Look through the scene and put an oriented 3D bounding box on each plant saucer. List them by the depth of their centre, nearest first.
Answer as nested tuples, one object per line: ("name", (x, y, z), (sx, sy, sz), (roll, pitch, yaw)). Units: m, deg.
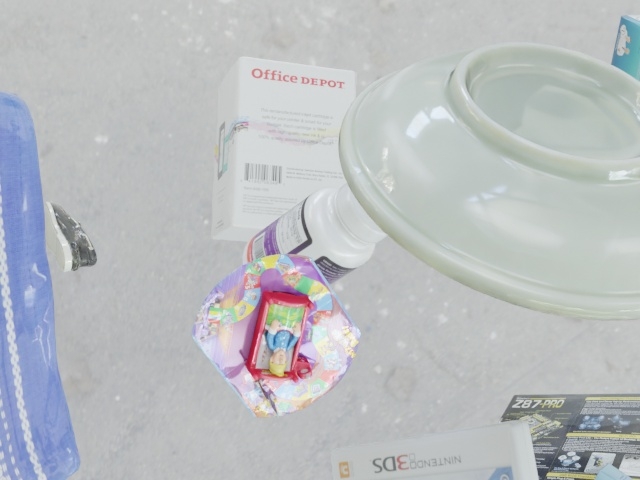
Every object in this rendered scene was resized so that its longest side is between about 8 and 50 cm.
("plant saucer", (0.221, -0.097, 0.870), (0.400, 0.101, 0.400), (8, 40, -6))

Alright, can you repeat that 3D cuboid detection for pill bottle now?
("pill bottle", (0.000, 0.000, 1.125), (0.108, 0.193, 0.108), (27, 47, -32))

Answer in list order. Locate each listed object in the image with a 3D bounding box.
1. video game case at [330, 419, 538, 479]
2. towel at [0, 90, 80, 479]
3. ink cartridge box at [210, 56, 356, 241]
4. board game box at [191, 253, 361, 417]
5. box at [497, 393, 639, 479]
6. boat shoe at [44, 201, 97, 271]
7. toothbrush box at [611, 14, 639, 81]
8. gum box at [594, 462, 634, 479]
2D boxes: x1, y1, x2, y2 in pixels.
("video game case", (0.133, 0.383, 1.001), (0.036, 0.300, 0.329), (5, 71, -39))
("towel", (-0.183, 0.047, 0.387), (0.040, 0.336, 0.243), (-3, 96, 4))
("ink cartridge box", (-0.065, -0.139, 1.494), (0.198, 0.197, 0.270), (4, 83, -16))
("board game box", (-0.033, 0.096, 0.842), (0.133, 0.033, 0.169), (-35, 117, -5))
("box", (0.454, 0.390, 1.527), (0.318, 0.394, 0.097), (-49, 119, -42))
("boat shoe", (-0.279, -0.006, 0.993), (0.038, 0.046, 0.125), (-4, 27, -29))
("toothbrush box", (0.646, -0.273, 1.467), (0.216, 0.126, 0.295), (-5, 28, -15))
("gum box", (0.355, 0.364, 0.986), (0.184, 0.157, 0.041), (32, 16, 27))
